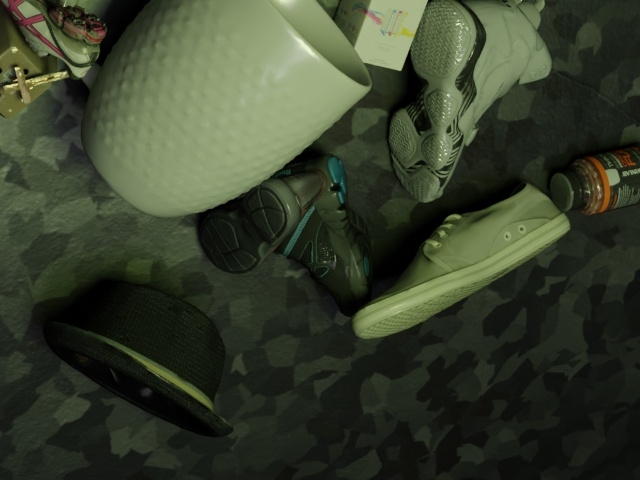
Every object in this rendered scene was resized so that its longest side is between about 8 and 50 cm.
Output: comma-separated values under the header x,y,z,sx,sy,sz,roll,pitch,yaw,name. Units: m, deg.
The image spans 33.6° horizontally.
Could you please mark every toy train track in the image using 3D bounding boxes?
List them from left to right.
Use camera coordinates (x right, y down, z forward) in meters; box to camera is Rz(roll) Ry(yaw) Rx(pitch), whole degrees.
x,y,z,sx,sy,sz,roll,pitch,yaw,name
-0.356,-0.200,1.327,0.083,0.014,0.048,-19,120,-21,toy train track

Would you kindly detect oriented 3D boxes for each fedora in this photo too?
x,y,z,sx,sy,sz,roll,pitch,yaw,name
-0.249,0.167,1.621,0.334,0.334,0.152,43,66,-39,fedora

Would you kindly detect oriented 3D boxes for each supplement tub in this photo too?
x,y,z,sx,sy,sz,roll,pitch,yaw,name
0.509,-0.104,1.877,0.198,0.106,0.106,-13,125,-19,supplement tub

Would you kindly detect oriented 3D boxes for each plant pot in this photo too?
x,y,z,sx,sy,sz,roll,pitch,yaw,name
-0.405,-0.219,1.361,0.109,0.096,0.109,-38,129,2,plant pot

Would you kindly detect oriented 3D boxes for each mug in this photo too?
x,y,z,sx,sy,sz,roll,pitch,yaw,name
-0.176,-0.229,1.385,0.328,0.276,0.374,-41,100,17,mug

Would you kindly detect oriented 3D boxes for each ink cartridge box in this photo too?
x,y,z,sx,sy,sz,roll,pitch,yaw,name
0.086,-0.334,1.531,0.090,0.092,0.143,7,116,-29,ink cartridge box

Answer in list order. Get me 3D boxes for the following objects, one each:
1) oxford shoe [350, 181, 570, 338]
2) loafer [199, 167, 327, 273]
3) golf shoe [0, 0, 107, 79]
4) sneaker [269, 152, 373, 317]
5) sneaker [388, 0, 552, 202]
x,y,z,sx,sy,sz,roll,pitch,yaw,name
0.221,0.031,1.771,0.449,0.130,0.169,-28,170,-24,oxford shoe
-0.083,-0.029,1.558,0.095,0.302,0.109,-32,91,-30,loafer
-0.352,-0.272,1.313,0.067,0.186,0.086,-25,148,-57,golf shoe
0.000,0.000,1.712,0.140,0.125,0.341,-9,132,13,sneaker
0.236,-0.222,1.643,0.210,0.137,0.366,-20,140,-26,sneaker
